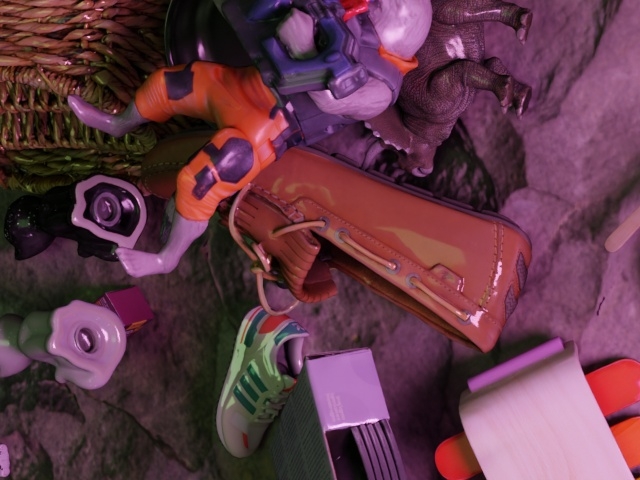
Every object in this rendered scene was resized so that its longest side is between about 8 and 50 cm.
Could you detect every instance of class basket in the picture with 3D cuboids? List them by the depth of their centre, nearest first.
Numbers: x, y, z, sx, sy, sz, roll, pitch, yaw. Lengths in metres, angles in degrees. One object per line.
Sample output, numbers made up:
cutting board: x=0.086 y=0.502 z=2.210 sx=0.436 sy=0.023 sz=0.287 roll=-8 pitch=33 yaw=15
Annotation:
basket: x=-0.284 y=-0.149 z=1.776 sx=0.299 sy=0.213 sz=0.223 roll=4 pitch=97 yaw=34

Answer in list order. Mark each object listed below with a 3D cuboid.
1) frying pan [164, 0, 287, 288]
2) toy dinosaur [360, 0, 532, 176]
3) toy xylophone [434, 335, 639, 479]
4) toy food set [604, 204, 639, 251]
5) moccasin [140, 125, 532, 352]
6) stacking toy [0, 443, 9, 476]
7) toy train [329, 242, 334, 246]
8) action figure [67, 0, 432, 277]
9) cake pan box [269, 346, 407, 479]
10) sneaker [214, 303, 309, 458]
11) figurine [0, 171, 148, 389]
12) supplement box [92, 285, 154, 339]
frying pan: x=-0.024 y=-0.131 z=1.701 sx=0.197 sy=0.053 sz=0.326 roll=-21 pitch=104 yaw=24
toy dinosaur: x=0.111 y=-0.192 z=1.565 sx=0.160 sy=0.121 sz=0.313 roll=13 pitch=107 yaw=19
toy xylophone: x=0.204 y=0.253 z=1.538 sx=0.236 sy=0.081 sz=0.323 roll=-19 pitch=83 yaw=12
toy food set: x=0.341 y=0.035 z=1.491 sx=0.192 sy=0.038 sz=0.132 roll=52 pitch=127 yaw=12
moccasin: x=0.000 y=0.001 z=1.619 sx=0.380 sy=0.139 sz=0.147 roll=22 pitch=78 yaw=13
stacking toy: x=-0.443 y=0.175 z=2.019 sx=0.167 sy=0.052 sz=0.221 roll=-5 pitch=92 yaw=34
toy train: x=0.036 y=0.011 z=1.684 sx=0.158 sy=0.027 sz=0.036 roll=19 pitch=100 yaw=23
action figure: x=-0.051 y=-0.150 z=1.534 sx=0.330 sy=0.178 sz=0.341 roll=-30 pitch=40 yaw=11
cake pan box: x=0.023 y=0.251 z=1.584 sx=0.267 sy=0.070 sz=0.246 roll=108 pitch=148 yaw=-63
sneaker: x=-0.053 y=0.148 z=1.749 sx=0.075 sy=0.057 sz=0.161 roll=21 pitch=104 yaw=36
figurine: x=-0.279 y=0.045 z=1.830 sx=0.209 sy=0.092 sz=0.215 roll=-6 pitch=73 yaw=53
supplement box: x=-0.225 y=0.088 z=1.861 sx=0.083 sy=0.055 sz=0.043 roll=-38 pitch=76 yaw=32
